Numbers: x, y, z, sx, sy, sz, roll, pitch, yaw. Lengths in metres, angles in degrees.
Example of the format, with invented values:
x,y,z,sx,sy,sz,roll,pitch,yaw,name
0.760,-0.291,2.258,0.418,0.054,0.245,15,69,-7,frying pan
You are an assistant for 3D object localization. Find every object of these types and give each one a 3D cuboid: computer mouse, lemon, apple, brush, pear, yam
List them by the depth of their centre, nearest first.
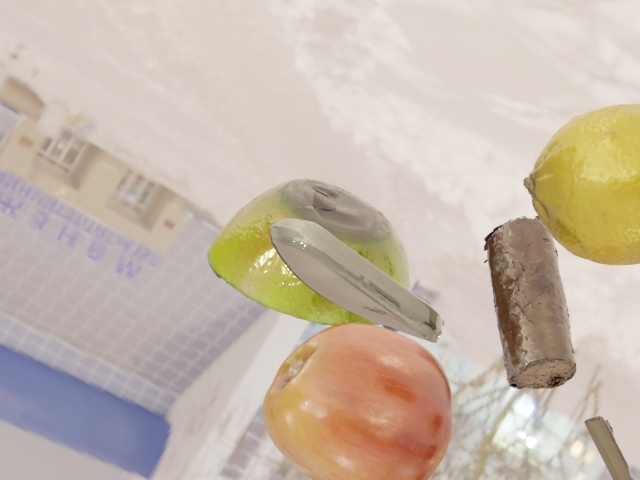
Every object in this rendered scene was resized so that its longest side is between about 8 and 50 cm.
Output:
x,y,z,sx,sy,sz,roll,pitch,yaw,name
0.357,-0.066,1.314,0.231,0.192,0.192,-2,178,-1,lemon
0.053,0.228,1.536,0.241,0.242,0.242,28,179,-16,apple
0.443,0.342,1.628,0.027,0.034,0.190,-27,-90,-58,brush
0.339,0.105,1.796,0.131,0.131,0.280,32,-139,-39,yam
0.054,0.071,1.817,0.331,0.095,0.197,36,-178,1,computer mouse
-0.002,-0.002,2.088,0.398,0.165,0.399,14,-156,-6,pear
